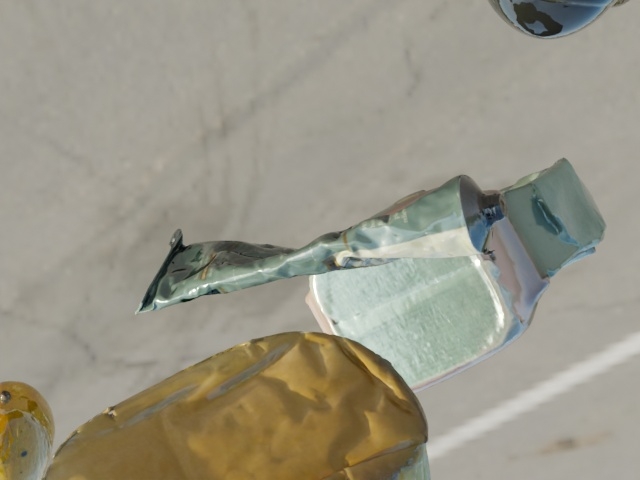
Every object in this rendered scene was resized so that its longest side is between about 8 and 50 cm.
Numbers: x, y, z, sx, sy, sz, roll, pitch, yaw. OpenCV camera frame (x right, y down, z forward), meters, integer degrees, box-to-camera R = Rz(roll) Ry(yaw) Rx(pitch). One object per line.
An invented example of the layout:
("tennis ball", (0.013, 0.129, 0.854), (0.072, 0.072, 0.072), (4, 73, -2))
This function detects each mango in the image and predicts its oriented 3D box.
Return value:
("mango", (-0.287, 0.202, 1.731), (0.098, 0.075, 0.190), (-30, 145, -36))

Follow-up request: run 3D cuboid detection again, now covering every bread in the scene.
("bread", (-0.056, 0.204, 1.398), (0.288, 0.204, 0.156), (-32, 140, -24))

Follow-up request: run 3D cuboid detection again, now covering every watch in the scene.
("watch", (0.134, 0.017, 1.753), (0.253, 0.162, 0.241), (-27, -178, 26))

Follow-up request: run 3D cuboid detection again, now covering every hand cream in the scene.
("hand cream", (0.000, -0.001, 1.194), (0.247, 0.052, 0.075), (-9, -172, 26))

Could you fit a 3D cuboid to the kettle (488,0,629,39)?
("kettle", (0.207, -0.310, 1.643), (0.207, 0.271, 0.251), (8, -168, 0))
